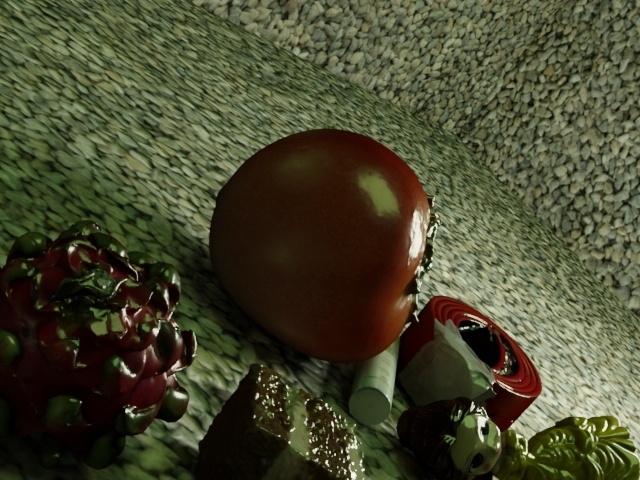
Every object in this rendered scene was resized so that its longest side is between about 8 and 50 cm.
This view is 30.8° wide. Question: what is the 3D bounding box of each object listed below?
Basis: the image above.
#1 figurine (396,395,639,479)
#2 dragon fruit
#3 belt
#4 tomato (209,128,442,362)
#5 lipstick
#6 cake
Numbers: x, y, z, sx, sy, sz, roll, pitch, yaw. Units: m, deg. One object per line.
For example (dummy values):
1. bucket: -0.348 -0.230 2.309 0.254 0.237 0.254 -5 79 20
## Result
1. figurine: 0.260 0.295 1.568 0.315 0.187 0.168 21 14 -30
2. dragon fruit: -0.198 0.092 1.053 0.273 0.198 0.218 1 67 -62
3. belt: 0.221 0.200 1.803 0.227 0.115 0.324 39 15 9
4. tomato: 0.000 0.000 1.576 0.321 0.321 0.321 35 17 -13
5. lipstick: 0.079 0.181 1.644 0.059 0.059 0.264 37 18 -5
6. cake: -0.038 0.225 1.163 0.147 0.134 0.135 28 21 -12
